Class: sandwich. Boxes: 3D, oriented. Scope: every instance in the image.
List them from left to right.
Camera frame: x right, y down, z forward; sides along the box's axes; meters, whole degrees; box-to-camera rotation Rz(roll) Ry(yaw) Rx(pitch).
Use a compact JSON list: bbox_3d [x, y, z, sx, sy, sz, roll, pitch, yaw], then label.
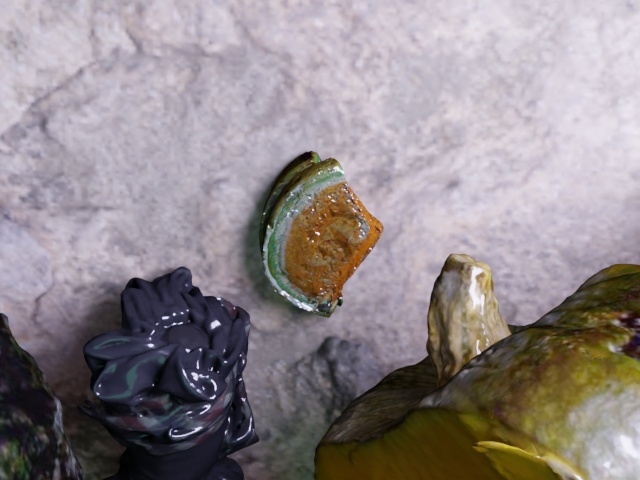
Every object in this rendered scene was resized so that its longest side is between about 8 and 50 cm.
[{"bbox_3d":[-0.002,-0.004,0.753,0.069,0.026,0.101,24,121,-6],"label":"sandwich"}]

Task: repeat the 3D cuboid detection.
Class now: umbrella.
[{"bbox_3d":[-0.094,0.151,0.817,0.122,0.110,0.272,-11,127,-26],"label":"umbrella"}]

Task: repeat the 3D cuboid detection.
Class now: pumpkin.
[{"bbox_3d":[0.108,0.113,0.663,0.222,0.139,0.317,54,158,-1],"label":"pumpkin"}]

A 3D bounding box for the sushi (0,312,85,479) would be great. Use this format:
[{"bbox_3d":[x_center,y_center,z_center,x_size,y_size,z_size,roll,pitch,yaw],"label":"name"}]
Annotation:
[{"bbox_3d":[-0.278,0.169,0.763,0.350,0.211,0.171,-32,87,35],"label":"sushi"}]
